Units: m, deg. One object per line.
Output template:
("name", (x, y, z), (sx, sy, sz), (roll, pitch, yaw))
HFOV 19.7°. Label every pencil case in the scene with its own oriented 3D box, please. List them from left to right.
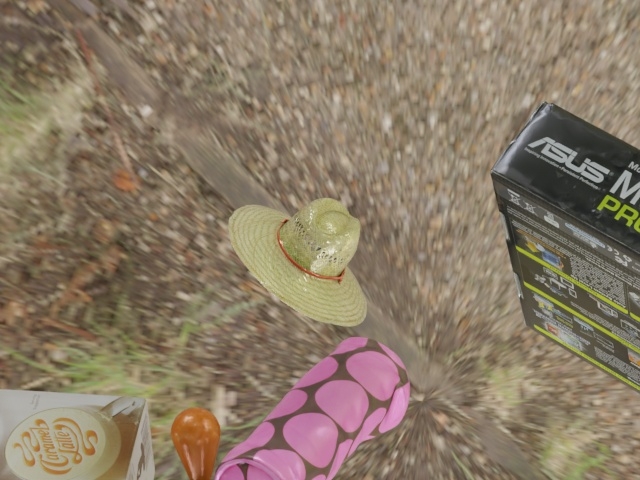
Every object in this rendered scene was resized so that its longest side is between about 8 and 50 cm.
("pencil case", (-0.004, 0.168, 1.523), (0.095, 0.209, 0.098), (4, 119, 35))

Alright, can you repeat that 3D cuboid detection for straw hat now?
("straw hat", (0.000, 0.000, 1.457), (0.144, 0.144, 0.061), (43, 113, 6))

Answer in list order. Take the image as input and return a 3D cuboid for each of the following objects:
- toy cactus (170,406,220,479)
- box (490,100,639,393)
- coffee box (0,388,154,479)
("toy cactus", (0.011, 0.141, 0.736), (0.219, 0.180, 0.112), (7, 98, -27))
("box", (0.235, 0.049, 1.092), (0.270, 0.216, 0.060), (31, 74, 26))
("coffee box", (-0.231, 0.245, 1.558), (0.141, 0.246, 0.098), (3, 127, 6))
